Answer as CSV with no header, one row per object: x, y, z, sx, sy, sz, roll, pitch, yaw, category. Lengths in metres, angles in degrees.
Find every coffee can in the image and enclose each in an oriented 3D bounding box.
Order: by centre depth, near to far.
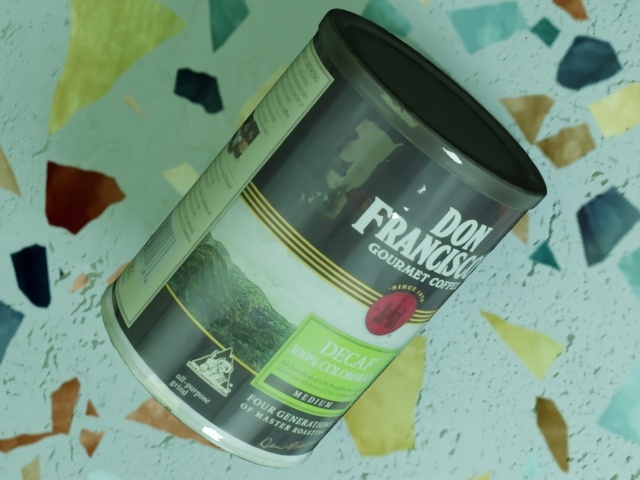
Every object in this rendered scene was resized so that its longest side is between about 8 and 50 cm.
0.000,0.000,1.196,0.201,0.201,0.275,47,109,20,coffee can
